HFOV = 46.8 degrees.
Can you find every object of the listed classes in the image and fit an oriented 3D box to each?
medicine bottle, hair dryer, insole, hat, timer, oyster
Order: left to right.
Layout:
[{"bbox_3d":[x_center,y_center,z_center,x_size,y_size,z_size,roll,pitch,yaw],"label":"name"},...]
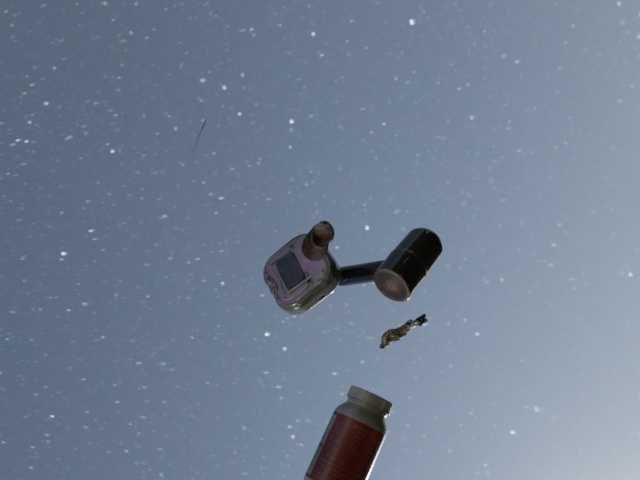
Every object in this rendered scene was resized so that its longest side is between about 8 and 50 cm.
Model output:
[{"bbox_3d":[-0.261,-0.221,1.589,0.002,0.135,0.045,26,-117,-10],"label":"insole"},{"bbox_3d":[-0.052,0.084,1.946,0.191,0.208,0.069,-38,-42,5],"label":"timer"},{"bbox_3d":[0.000,0.003,1.500,0.042,0.058,0.087,31,-107,-63],"label":"hat"},{"bbox_3d":[0.065,0.460,1.652,0.131,0.131,0.250,38,-109,-41],"label":"medicine bottle"},{"bbox_3d":[0.141,0.068,1.911,0.189,0.352,0.107,-46,-67,-35],"label":"hair dryer"},{"bbox_3d":[0.188,0.205,1.676,0.086,0.132,0.029,-14,-112,-34],"label":"oyster"}]
